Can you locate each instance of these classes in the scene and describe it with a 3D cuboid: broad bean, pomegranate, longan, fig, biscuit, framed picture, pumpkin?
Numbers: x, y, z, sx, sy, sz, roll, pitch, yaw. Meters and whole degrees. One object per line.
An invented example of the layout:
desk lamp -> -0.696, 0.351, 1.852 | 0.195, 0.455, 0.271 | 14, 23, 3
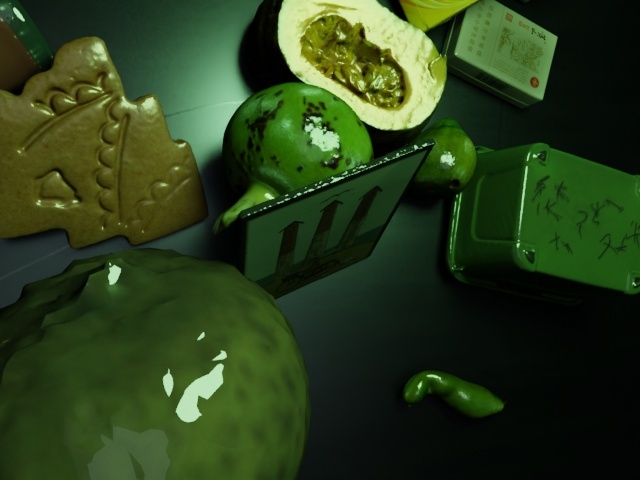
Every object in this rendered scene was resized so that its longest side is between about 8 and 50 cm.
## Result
broad bean -> 0.237, 0.266, 0.882 | 0.213, 0.048, 0.071 | 14, 82, -17
pomegranate -> -0.043, -0.090, 0.688 | 0.211, 0.211, 0.263 | 40, 61, -13
longan -> -0.204, 0.193, 0.552 | 0.390, 0.391, 0.392 | 1, 86, -19
fig -> 0.201, -0.148, 0.861 | 0.123, 0.123, 0.156 | 19, 71, -17
biscuit -> -0.281, -0.096, 0.682 | 0.306, 0.043, 0.284 | 25, 96, -32
framed picture -> 0.000, 0.000, 0.683 | 0.244, 0.324, 0.013 | -24, 71, -19
pumpkin -> 0.049, -0.289, 0.808 | 0.317, 0.139, 0.222 | 31, 81, -12

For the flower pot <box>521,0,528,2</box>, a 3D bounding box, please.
flower pot -> 0.397, -0.578, 0.916 | 0.209, 0.189, 0.239 | 44, 74, -13

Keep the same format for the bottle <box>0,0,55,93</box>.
bottle -> -0.497, -0.182, 0.600 | 0.336, 0.144, 0.144 | -39, 99, -17

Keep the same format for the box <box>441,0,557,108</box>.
box -> 0.327, -0.348, 0.947 | 0.201, 0.058, 0.141 | 18, 81, -17

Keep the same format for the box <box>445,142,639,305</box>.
box -> 0.398, -0.024, 0.889 | 0.328, 0.177, 0.253 | 11, 85, -18

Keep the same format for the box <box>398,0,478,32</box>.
box -> 0.244, -0.469, 0.835 | 0.153, 0.269, 0.043 | 62, 29, -7
